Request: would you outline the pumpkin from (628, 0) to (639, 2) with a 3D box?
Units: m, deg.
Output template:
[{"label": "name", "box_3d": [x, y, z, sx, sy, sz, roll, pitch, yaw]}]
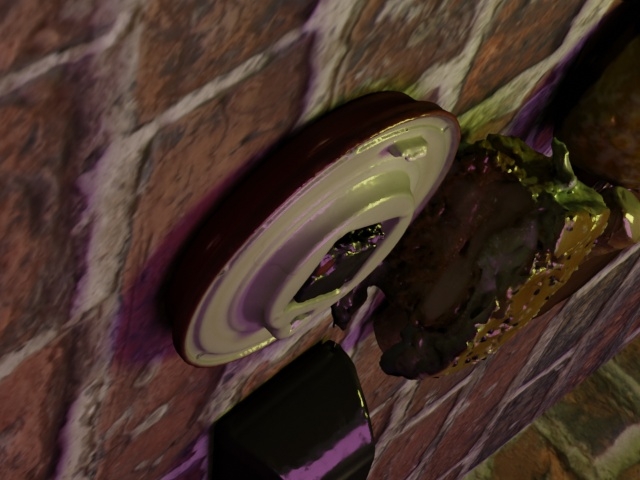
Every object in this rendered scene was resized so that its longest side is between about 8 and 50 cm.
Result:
[{"label": "pumpkin", "box_3d": [0.269, -0.260, 1.303, 0.250, 0.216, 0.250, -8, 166, -2]}]

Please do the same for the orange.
[{"label": "orange", "box_3d": [0.430, -0.164, 1.909, 0.368, 0.210, 0.271, -24, 154, -42]}]

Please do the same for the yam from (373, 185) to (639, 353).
[{"label": "yam", "box_3d": [0.207, 0.037, 1.947, 0.356, 0.081, 0.081, -29, 174, 35]}]

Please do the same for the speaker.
[{"label": "speaker", "box_3d": [-0.008, 0.293, 2.062, 0.180, 0.184, 0.388, -37, 161, -19]}]

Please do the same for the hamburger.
[{"label": "hamburger", "box_3d": [0.157, 0.006, 1.756, 0.288, 0.167, 0.192, -52, 159, 27]}]

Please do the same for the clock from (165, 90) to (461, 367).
[{"label": "clock", "box_3d": [0.000, 0.000, 1.540, 0.318, 0.080, 0.318, -39, 163, -15]}]

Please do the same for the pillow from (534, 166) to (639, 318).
[{"label": "pillow", "box_3d": [0.321, -0.011, 2.204, 0.308, 0.108, 0.305, -46, 168, 18]}]
